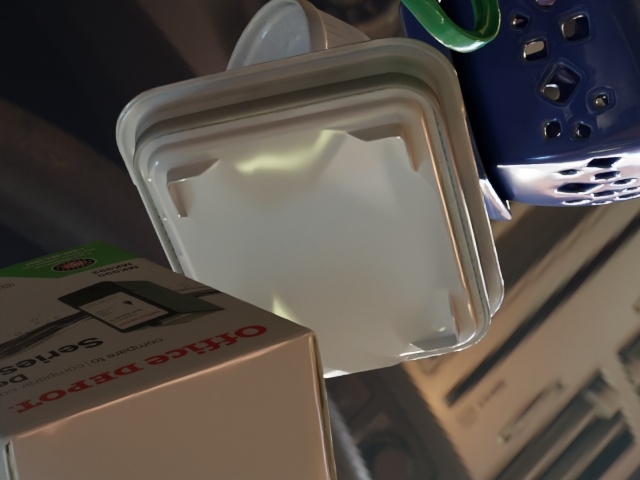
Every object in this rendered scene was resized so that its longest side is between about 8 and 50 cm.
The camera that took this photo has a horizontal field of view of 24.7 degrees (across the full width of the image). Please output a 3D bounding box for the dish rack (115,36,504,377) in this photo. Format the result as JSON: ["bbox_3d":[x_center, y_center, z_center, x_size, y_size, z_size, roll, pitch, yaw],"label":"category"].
[{"bbox_3d":[0.000,0.000,1.240,0.285,0.072,0.333,-11,131,9],"label":"dish rack"}]

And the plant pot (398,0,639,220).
[{"bbox_3d":[0.203,-0.148,1.358,0.212,0.236,0.236,-16,166,11],"label":"plant pot"}]

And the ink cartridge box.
[{"bbox_3d":[-0.155,0.105,0.943,0.211,0.289,0.122,-18,111,-32],"label":"ink cartridge box"}]

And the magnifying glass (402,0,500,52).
[{"bbox_3d":[0.049,-0.205,1.037,0.026,0.092,0.231,-25,144,36],"label":"magnifying glass"}]

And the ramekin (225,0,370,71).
[{"bbox_3d":[-0.020,-0.153,1.595,0.109,0.207,0.207,14,119,-30],"label":"ramekin"}]
